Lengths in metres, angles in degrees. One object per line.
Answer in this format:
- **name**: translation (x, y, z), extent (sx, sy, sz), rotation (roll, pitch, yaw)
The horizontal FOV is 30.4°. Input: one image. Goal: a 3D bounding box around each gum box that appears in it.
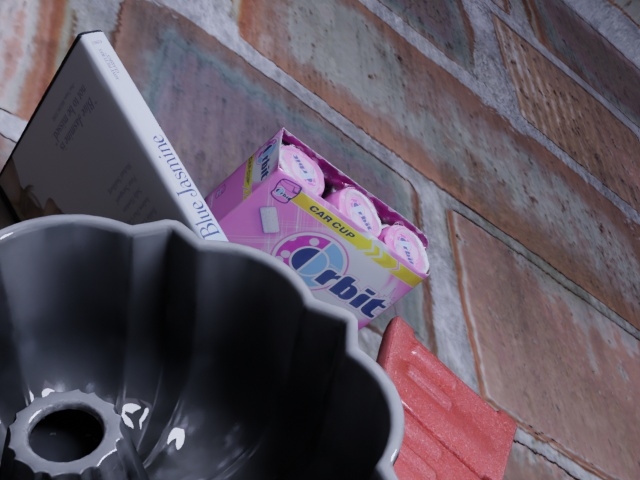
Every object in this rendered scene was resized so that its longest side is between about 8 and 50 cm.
- **gum box**: translation (0.000, 0.000, 1.049), extent (0.188, 0.107, 0.062), rotation (35, 33, -26)

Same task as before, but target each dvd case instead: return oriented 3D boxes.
- **dvd case**: translation (-0.128, 0.014, 0.787), extent (0.022, 0.180, 0.253), rotation (-20, 72, -43)

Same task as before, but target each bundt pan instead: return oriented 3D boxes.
- **bundt pan**: translation (-0.124, 0.136, 0.594), extent (0.331, 0.124, 0.331), rotation (3, 39, -3)

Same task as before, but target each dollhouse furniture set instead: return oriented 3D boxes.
- **dollhouse furniture set**: translation (0.101, 0.264, 0.795), extent (0.374, 0.201, 0.152), rotation (44, 30, -10)
